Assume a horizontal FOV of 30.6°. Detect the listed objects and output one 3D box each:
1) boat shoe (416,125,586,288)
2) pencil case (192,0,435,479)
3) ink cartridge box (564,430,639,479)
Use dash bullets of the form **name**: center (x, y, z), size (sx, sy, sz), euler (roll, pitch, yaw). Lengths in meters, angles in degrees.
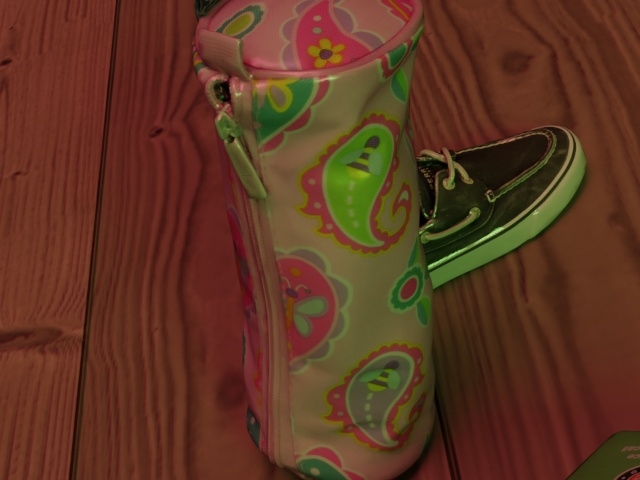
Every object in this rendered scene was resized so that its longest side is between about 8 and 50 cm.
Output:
- **boat shoe**: center (0.080, -0.021, 0.777), size (0.219, 0.070, 0.078), euler (-33, 40, -8)
- **pencil case**: center (0.000, 0.000, 0.630), size (0.124, 0.284, 0.124), euler (-4, 35, 3)
- **ink cartridge box**: center (0.119, 0.184, 0.379), size (0.289, 0.122, 0.211), euler (-31, 13, -36)
